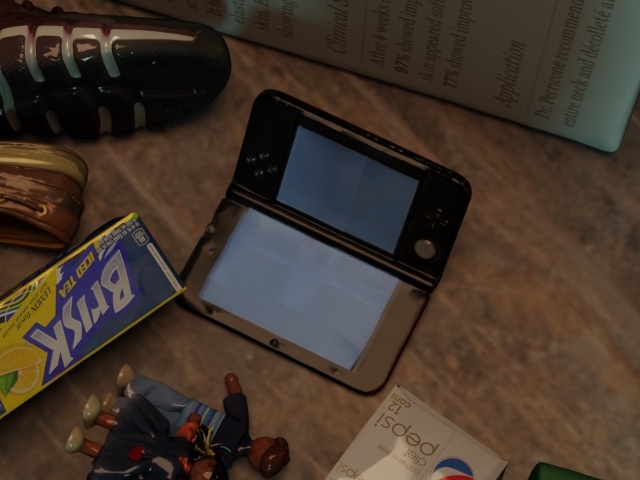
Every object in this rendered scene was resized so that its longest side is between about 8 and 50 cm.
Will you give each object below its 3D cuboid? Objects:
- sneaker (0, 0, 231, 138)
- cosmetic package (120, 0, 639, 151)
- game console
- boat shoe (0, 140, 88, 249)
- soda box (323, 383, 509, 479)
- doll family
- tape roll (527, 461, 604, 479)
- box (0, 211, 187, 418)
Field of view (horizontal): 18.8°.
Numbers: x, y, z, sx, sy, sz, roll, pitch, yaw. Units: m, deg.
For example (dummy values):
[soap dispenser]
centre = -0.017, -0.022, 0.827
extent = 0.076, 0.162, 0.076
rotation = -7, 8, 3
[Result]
[sneaker]
centre = -0.201, -0.149, 1.203
extent = 0.281, 0.106, 0.163
rotation = -5, 64, -4
[cosmetic package]
centre = 0.058, -0.310, 1.157
extent = 0.393, 0.329, 0.327
rotation = 18, 68, 5
[game console]
centre = 0.000, 0.000, 1.156
extent = 0.144, 0.124, 0.085
rotation = 25, 41, 8
[boat shoe]
centre = -0.230, -0.025, 1.167
extent = 0.178, 0.064, 0.060
rotation = 2, 64, -4
[soda box]
centre = 0.040, 0.156, 1.013
extent = 0.069, 0.216, 0.074
rotation = 34, 69, 14
[doll family]
centre = -0.090, 0.146, 1.093
extent = 0.111, 0.076, 0.193
rotation = 18, 64, 11
[tape roll]
centre = 0.092, 0.267, 0.909
extent = 0.077, 0.321, 0.321
rotation = 16, 67, 6
[box]
centre = -0.165, 0.053, 1.131
extent = 0.169, 0.054, 0.059
rotation = -35, 98, -16
